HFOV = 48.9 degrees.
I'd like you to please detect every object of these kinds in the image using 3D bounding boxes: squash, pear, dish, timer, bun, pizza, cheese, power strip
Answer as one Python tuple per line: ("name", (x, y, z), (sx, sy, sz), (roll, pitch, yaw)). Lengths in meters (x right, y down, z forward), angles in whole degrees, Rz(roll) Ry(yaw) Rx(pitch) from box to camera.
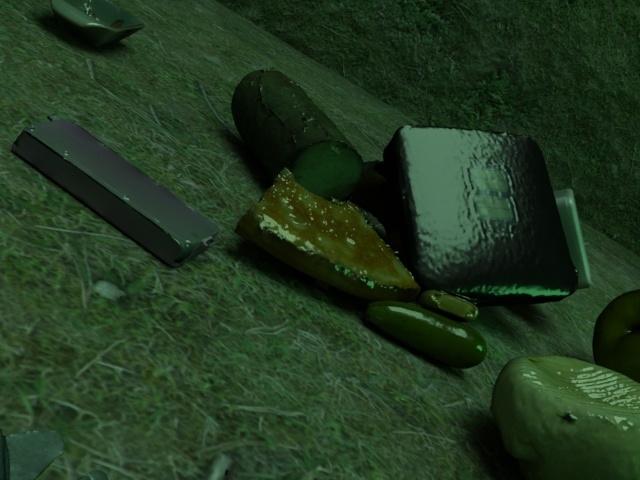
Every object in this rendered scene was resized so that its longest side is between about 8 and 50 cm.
("squash", (0.155, 0.136, 1.036), (0.201, 0.066, 0.066), (22, 22, -13))
("pear", (0.672, 0.221, 1.348), (0.294, 0.294, 0.294), (30, 20, -12))
("dish", (-0.462, -0.440, 1.404), (0.154, 0.064, 0.234), (32, 19, -6))
("timer", (0.464, 0.008, 1.517), (0.194, 0.195, 0.192), (-28, 105, -67))
("bun", (0.335, 0.250, 0.903), (0.259, 0.160, 0.259), (10, 10, -2))
("pizza", (0.000, 0.000, 1.068), (0.323, 0.089, 0.223), (24, 28, -30))
("cheese", (0.188, 0.104, 1.111), (0.086, 0.036, 0.162), (18, -9, -4))
("power strip", (-0.254, -0.064, 0.890), (0.279, 0.037, 0.109), (36, 20, 4))

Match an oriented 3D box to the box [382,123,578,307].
("box", (0.297, -0.046, 1.313), (0.359, 0.091, 0.350), (1, 67, -22))

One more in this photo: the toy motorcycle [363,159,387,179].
("toy motorcycle", (0.121, -0.136, 1.505), (0.100, 0.058, 0.173), (16, -13, -31))

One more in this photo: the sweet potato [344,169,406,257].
("sweet potato", (0.102, -0.077, 1.399), (0.286, 0.112, 0.085), (42, -12, 31))

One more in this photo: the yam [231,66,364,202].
("yam", (-0.053, -0.194, 1.324), (0.168, 0.168, 0.304), (17, 24, -39))

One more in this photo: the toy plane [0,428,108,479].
("toy plane", (-0.181, 0.192, 0.330), (0.212, 0.088, 0.267), (18, 25, -36))
